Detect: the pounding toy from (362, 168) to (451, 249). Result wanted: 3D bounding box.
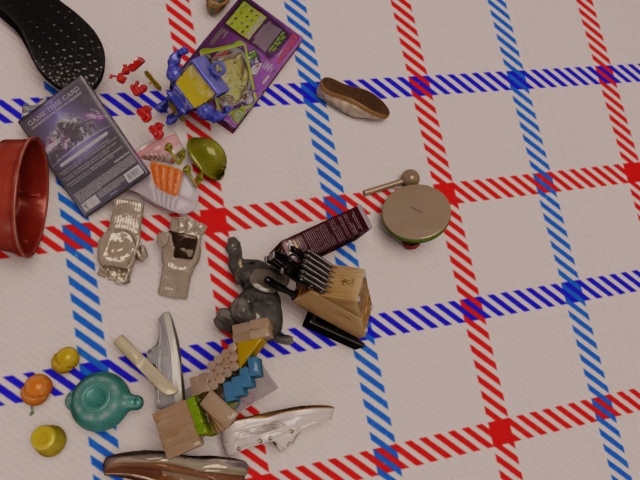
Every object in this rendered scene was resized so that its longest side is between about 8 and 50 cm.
[{"bbox_3d":[0.247,-0.066,1.945,0.183,0.110,0.237,-27,56,-10],"label":"pounding toy"}]

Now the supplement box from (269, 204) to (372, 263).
[{"bbox_3d":[0.000,0.000,1.823,0.239,0.130,0.073,-26,84,-22],"label":"supplement box"}]

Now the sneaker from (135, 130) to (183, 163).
[{"bbox_3d":[-0.405,-0.218,1.800,0.134,0.051,0.070,-32,81,-25],"label":"sneaker"}]

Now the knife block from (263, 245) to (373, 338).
[{"bbox_3d":[-0.010,0.121,1.710,0.242,0.276,0.088,8,59,16],"label":"knife block"}]

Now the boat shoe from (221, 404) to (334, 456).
[{"bbox_3d":[-0.098,0.453,1.700,0.277,0.098,0.096,-9,79,-9],"label":"boat shoe"}]

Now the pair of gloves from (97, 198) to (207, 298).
[{"bbox_3d":[-0.408,0.021,1.715,0.240,0.042,0.204,18,89,-11],"label":"pair of gloves"}]

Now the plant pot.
[{"bbox_3d":[-0.765,-0.105,1.566,0.265,0.272,0.273,4,75,-7],"label":"plant pot"}]

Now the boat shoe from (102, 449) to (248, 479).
[{"bbox_3d":[-0.323,0.536,1.596,0.324,0.123,0.117,9,76,-12],"label":"boat shoe"}]

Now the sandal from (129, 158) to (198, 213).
[{"bbox_3d":[-0.421,-0.148,1.764,0.265,0.076,0.102,24,82,-1],"label":"sandal"}]

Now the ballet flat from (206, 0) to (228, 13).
[{"bbox_3d":[-0.258,-0.716,1.964,0.080,0.073,0.232,27,64,-4],"label":"ballet flat"}]

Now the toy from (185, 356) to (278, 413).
[{"bbox_3d":[-0.229,0.374,1.686,0.237,0.056,0.137,-29,50,-16],"label":"toy"}]

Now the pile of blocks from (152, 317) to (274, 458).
[{"bbox_3d":[-0.209,0.333,1.591,0.149,0.112,0.362,40,86,21],"label":"pile of blocks"}]

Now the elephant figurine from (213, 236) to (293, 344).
[{"bbox_3d":[-0.152,0.118,1.746,0.186,0.169,0.239,44,48,-32],"label":"elephant figurine"}]

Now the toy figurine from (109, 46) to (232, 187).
[{"bbox_3d":[-0.302,-0.339,1.739,0.217,0.191,0.363,-35,96,21],"label":"toy figurine"}]

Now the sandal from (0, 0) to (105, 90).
[{"bbox_3d":[-0.681,-0.520,1.781,0.167,0.107,0.446,-36,76,-20],"label":"sandal"}]

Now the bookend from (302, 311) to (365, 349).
[{"bbox_3d":[0.057,0.175,1.826,0.157,0.072,0.156,26,70,-9],"label":"bookend"}]

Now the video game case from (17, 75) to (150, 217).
[{"bbox_3d":[-0.560,-0.220,1.696,0.196,0.026,0.274,-32,96,10],"label":"video game case"}]

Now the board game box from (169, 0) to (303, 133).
[{"bbox_3d":[-0.222,-0.480,1.927,0.208,0.056,0.347,34,69,-1],"label":"board game box"}]

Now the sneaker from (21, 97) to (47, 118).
[{"bbox_3d":[-0.664,-0.324,1.752,0.135,0.052,0.058,-10,75,-19],"label":"sneaker"}]

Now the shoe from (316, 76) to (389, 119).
[{"bbox_3d":[0.090,-0.388,1.995,0.219,0.058,0.077,22,51,-14],"label":"shoe"}]

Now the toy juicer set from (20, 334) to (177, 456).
[{"bbox_3d":[-0.511,0.328,1.616,0.329,0.089,0.209,-24,71,-12],"label":"toy juicer set"}]

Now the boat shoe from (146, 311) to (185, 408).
[{"bbox_3d":[-0.368,0.280,1.667,0.081,0.079,0.228,-8,73,-7],"label":"boat shoe"}]
